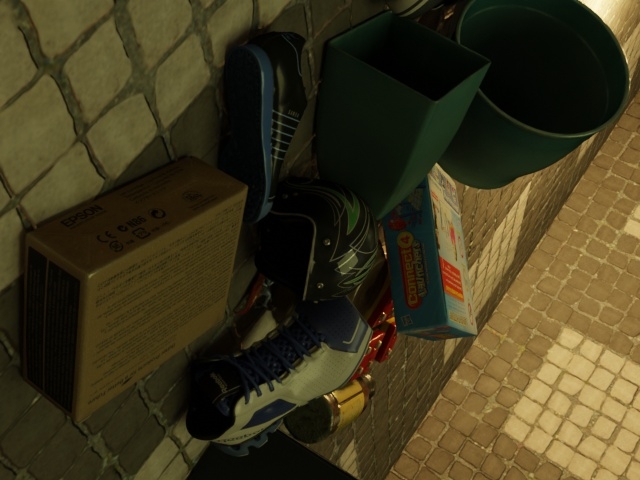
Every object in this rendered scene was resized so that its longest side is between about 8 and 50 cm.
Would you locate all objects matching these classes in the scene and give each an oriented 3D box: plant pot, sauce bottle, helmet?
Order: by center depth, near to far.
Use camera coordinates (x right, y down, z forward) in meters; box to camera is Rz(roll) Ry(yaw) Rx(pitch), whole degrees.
[{"bbox_3d":[0.000,0.000,1.133,0.169,0.162,0.169,-48,155,-31],"label":"helmet"},{"bbox_3d":[0.092,-0.160,1.159,0.165,0.166,0.234,-39,155,-44],"label":"plant pot"},{"bbox_3d":[0.295,-0.216,1.315,0.271,0.272,0.255,-50,175,-27],"label":"plant pot"},{"bbox_3d":[0.035,0.057,1.359,0.237,0.110,0.237,-48,154,-32],"label":"plant pot"},{"bbox_3d":[0.033,0.321,1.677,0.111,0.111,0.344,-64,161,8],"label":"sauce bottle"}]

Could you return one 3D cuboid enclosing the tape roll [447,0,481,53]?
[{"bbox_3d":[0.350,-0.443,1.499,0.392,0.072,0.392,-48,156,-30],"label":"tape roll"}]

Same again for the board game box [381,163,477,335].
[{"bbox_3d":[0.190,0.016,1.468,0.308,0.086,0.301,27,55,-69],"label":"board game box"}]

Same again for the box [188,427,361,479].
[{"bbox_3d":[-0.035,0.487,1.484,0.212,0.294,0.395,-56,158,-14],"label":"box"}]

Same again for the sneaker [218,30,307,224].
[{"bbox_3d":[-0.058,-0.126,0.955,0.090,0.081,0.232,-32,144,-39],"label":"sneaker"}]

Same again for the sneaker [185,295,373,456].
[{"bbox_3d":[-0.076,0.193,1.195,0.315,0.127,0.182,-44,156,7],"label":"sneaker"}]

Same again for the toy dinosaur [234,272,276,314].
[{"bbox_3d":[-0.079,0.060,1.205,0.090,0.047,0.082,-21,118,-44],"label":"toy dinosaur"}]

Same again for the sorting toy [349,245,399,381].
[{"bbox_3d":[0.110,0.143,1.664,0.257,0.089,0.255,-15,130,-61],"label":"sorting toy"}]

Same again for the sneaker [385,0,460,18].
[{"bbox_3d":[0.219,-0.388,1.144,0.321,0.127,0.126,-52,-158,-23],"label":"sneaker"}]

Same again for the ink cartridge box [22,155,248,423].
[{"bbox_3d":[-0.188,0.043,0.864,0.235,0.088,0.193,-35,149,-50],"label":"ink cartridge box"}]
